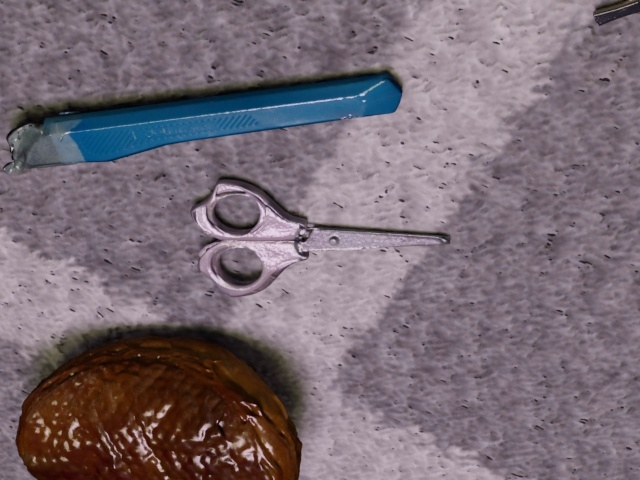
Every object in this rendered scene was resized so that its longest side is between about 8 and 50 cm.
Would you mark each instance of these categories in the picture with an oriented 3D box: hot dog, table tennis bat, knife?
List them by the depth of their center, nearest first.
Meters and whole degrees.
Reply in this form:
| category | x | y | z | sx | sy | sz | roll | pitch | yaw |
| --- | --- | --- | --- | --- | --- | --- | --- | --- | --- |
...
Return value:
| category | x | y | z | sx | sy | sz | roll | pitch | yaw |
| --- | --- | --- | --- | --- | --- | --- | --- | --- | --- |
| table tennis bat | 0.214 | -0.155 | 0.937 | 0.083 | 0.007 | 0.050 | -19 | 121 | 20 |
| knife | -0.088 | -0.082 | 1.033 | 0.297 | 0.026 | 0.044 | -7 | 127 | 11 |
| hot dog | -0.124 | 0.156 | 1.162 | 0.227 | 0.099 | 0.160 | 6 | 126 | 7 |

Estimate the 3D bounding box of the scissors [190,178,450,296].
| category | x | y | z | sx | sy | sz | roll | pitch | yaw |
| --- | --- | --- | --- | --- | --- | --- | --- | --- | --- |
| scissors | 0.000 | 0.000 | 1.082 | 0.189 | 0.015 | 0.100 | 1 | 123 | 8 |
